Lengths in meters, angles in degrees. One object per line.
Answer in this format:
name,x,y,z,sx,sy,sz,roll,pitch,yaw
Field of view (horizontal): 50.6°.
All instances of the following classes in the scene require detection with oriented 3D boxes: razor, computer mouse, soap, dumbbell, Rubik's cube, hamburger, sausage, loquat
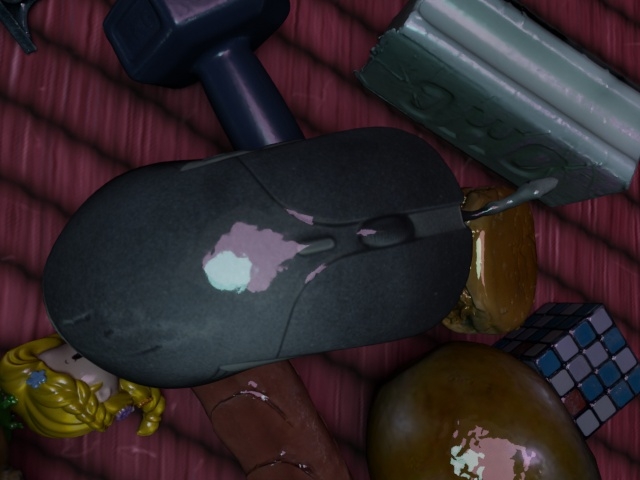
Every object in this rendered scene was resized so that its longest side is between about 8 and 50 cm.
razor,-0.217,-0.256,0.611,0.190,0.033,0.066,-48,142,-16
computer mouse,0.000,0.000,0.466,0.379,0.090,0.167,-15,91,-8
soap,0.168,-0.134,0.634,0.261,0.150,0.094,30,75,-9
dumbbell,-0.045,-0.085,0.579,0.143,0.156,0.316,-29,92,15
Rubik's cube,0.237,0.122,0.656,0.092,0.092,0.092,-34,93,-15
hamburger,0.149,0.018,0.625,0.147,0.083,0.138,-11,100,-56
sausage,-0.023,0.190,0.566,0.088,0.088,0.433,-30,103,-15
loquat,0.140,0.197,0.585,0.179,0.179,0.227,-35,90,-15

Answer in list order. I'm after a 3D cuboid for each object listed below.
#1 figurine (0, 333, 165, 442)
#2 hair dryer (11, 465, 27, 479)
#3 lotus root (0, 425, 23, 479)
figurine,-0.196,0.129,0.549,0.156,0.094,0.115,-22,110,-33
hair dryer,-0.337,0.227,0.532,0.167,0.067,0.199,43,91,3
lotus root,-0.339,0.129,0.442,0.303,0.146,0.131,15,117,6
